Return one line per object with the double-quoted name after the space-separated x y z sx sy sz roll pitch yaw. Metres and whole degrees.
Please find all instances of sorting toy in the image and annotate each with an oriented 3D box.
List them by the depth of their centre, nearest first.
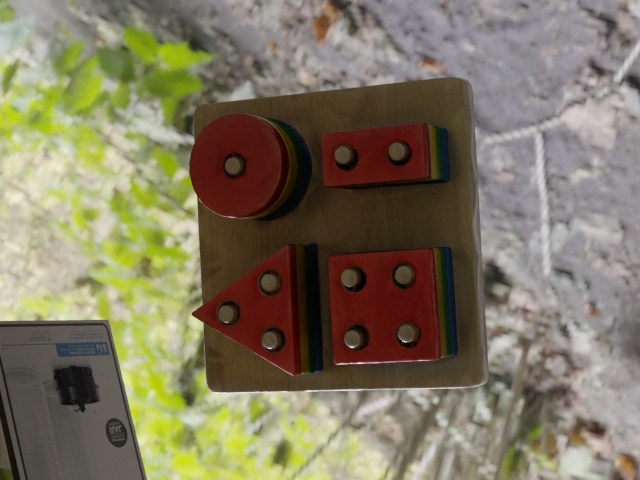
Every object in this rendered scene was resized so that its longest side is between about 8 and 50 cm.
0.000 0.000 1.280 0.255 0.257 0.089 -4 178 24 "sorting toy"

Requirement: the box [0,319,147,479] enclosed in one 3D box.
-0.233 0.218 1.325 0.087 0.290 0.169 -21 166 29 "box"
